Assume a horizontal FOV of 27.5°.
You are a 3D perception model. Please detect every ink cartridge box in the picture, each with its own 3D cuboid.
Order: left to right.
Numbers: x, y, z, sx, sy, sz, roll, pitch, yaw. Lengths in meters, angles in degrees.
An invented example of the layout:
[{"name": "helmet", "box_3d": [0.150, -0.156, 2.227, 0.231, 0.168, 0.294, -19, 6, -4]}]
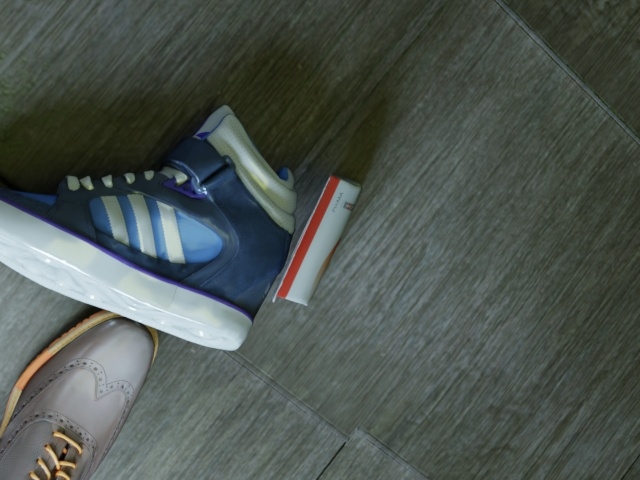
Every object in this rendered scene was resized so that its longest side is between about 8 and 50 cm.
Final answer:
[{"name": "ink cartridge box", "box_3d": [0.000, 0.000, 1.399, 0.045, 0.179, 0.145, 25, 93, -2]}]

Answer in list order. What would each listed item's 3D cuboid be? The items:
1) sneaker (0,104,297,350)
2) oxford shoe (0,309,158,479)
[{"name": "sneaker", "box_3d": [-0.179, -0.049, 1.348, 0.322, 0.130, 0.236, 24, 70, -11]}, {"name": "oxford shoe", "box_3d": [-0.279, 0.234, 1.355, 0.130, 0.132, 0.364, 36, 87, -29]}]
